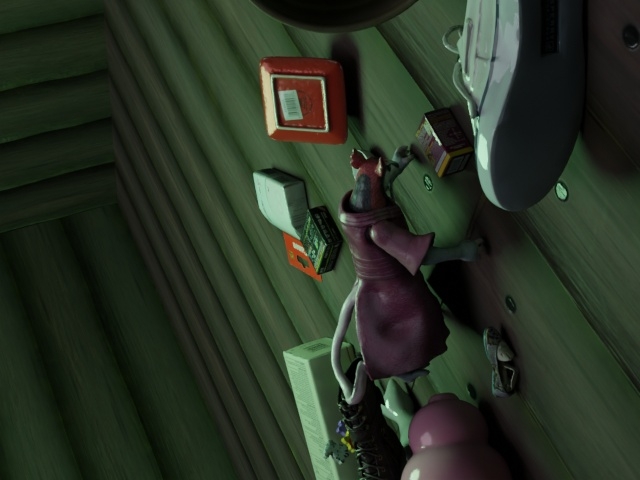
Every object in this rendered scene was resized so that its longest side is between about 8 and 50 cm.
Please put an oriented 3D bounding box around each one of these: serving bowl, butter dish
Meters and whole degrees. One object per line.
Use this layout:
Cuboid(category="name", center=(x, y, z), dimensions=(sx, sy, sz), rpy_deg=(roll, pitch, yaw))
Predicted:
Cuboid(category="serving bowl", center=(0.085, -0.119, 1.748), dimensions=(0.083, 0.027, 0.083), rpy_deg=(164, 90, -70))
Cuboid(category="butter dish", center=(-0.015, -0.263, 1.789), dimensions=(0.160, 0.118, 0.160), rpy_deg=(6, 121, 21))

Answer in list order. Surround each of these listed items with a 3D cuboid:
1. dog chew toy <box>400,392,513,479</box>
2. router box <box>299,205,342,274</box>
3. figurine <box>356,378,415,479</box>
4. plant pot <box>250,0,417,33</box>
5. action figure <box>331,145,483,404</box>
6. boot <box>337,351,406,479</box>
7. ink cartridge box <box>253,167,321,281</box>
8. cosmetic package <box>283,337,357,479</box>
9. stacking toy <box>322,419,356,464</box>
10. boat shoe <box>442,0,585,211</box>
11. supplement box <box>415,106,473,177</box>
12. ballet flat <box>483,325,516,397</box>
Cuboid(category="dog chew toy", center=(0.218, 0.405, 1.584), dimensions=(0.206, 0.207, 0.331), rpy_deg=(120, 147, -64))
Cuboid(category="router box", center=(0.000, 0.000, 2.053), dimensions=(0.122, 0.038, 0.092), rpy_deg=(106, 142, -57))
Cuboid(category="figurine", center=(0.142, 0.389, 1.857), dimensions=(0.209, 0.092, 0.214), rpy_deg=(50, 125, 56))
Cuboid(category="plant pot", center=(0.004, -0.477, 1.346), dimensions=(0.280, 0.323, 0.323), rpy_deg=(-107, 11, -57))
Cuboid(category="action figure", center=(0.085, 0.019, 1.543), dimensions=(0.248, 0.276, 0.370), rpy_deg=(53, 167, 56))
Cuboid(category="boot", center=(0.070, 0.338, 1.630), dimensions=(0.263, 0.091, 0.229), rpy_deg=(-79, -25, -53))
Cuboid(category="ink cartridge box", center=(-0.075, -0.032, 2.205), dimensions=(0.189, 0.066, 0.232), rpy_deg=(-152, 53, -63))
Cuboid(category="cosmetic package", center=(0.029, 0.377, 2.170), dimensions=(0.160, 0.113, 0.309), rpy_deg=(4, 110, 69))
Cuboid(category="stacking toy", center=(0.072, 0.326, 1.986), dimensions=(0.167, 0.052, 0.221), rpy_deg=(124, 166, -63))
Cuboid(category="boat shoe", center=(0.211, -0.224, 1.181), dimensions=(0.156, 0.136, 0.367), rpy_deg=(-140, 41, -56))
Cuboid(category="supplement box", center=(0.179, -0.142, 1.461), dimensions=(0.083, 0.043, 0.055), rpy_deg=(63, 158, 23))
Cuboid(category="ballet flat", center=(0.271, 0.181, 1.496), dimensions=(0.041, 0.041, 0.114), rpy_deg=(24, 128, 65))
